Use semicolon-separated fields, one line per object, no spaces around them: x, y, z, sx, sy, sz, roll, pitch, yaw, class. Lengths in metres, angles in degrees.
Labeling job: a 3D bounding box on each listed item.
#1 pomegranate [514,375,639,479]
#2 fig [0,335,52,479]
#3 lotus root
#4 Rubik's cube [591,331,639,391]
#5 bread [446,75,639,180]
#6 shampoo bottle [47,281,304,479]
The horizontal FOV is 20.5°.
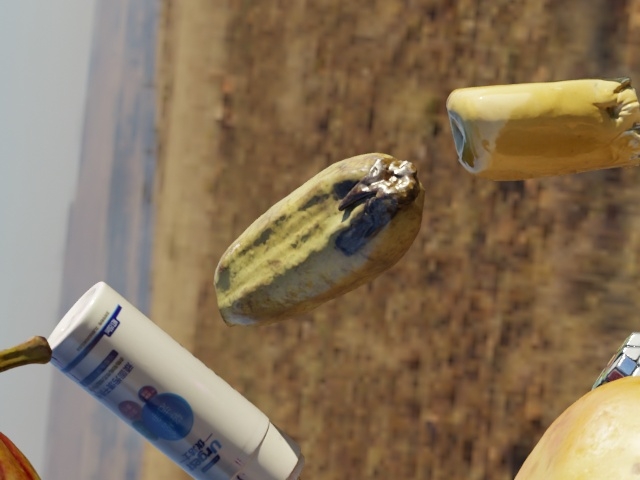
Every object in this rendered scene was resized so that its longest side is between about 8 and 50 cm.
0.296;0.266;1.322;0.342;0.342;0.342;-174;90;-83;pomegranate
-0.279;0.182;1.248;0.186;0.204;0.249;85;-175;-80;fig
0.000;0.000;1.656;0.258;0.097;0.110;-31;72;31;lotus root
0.281;0.128;1.478;0.111;0.093;0.111;16;112;47;Rubik's cube
0.197;-0.097;1.555;0.134;0.173;0.085;-125;30;-84;bread
-0.118;0.168;1.659;0.092;0.303;0.092;-45;12;13;shampoo bottle
